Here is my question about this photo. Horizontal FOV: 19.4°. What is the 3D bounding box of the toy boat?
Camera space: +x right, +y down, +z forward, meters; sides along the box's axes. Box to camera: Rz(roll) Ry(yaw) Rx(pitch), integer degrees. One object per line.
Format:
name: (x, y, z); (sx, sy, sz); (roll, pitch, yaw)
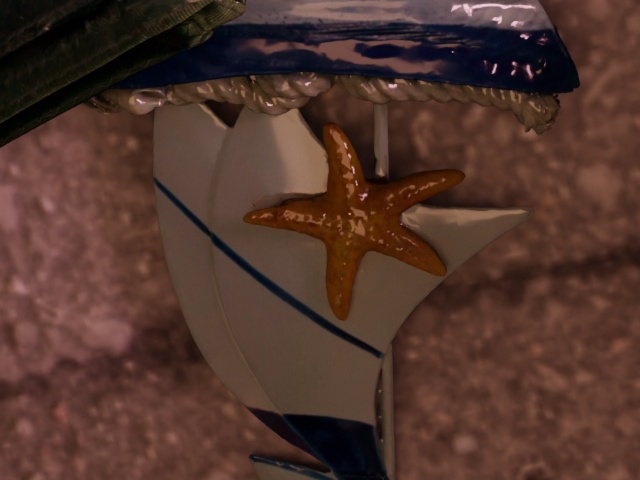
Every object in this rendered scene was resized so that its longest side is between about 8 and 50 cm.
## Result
toy boat: (0.000, 0.000, 0.819); (0.220, 0.067, 0.291); (3, 116, 10)

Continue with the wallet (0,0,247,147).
wallet: (-0.152, -0.118, 0.773); (0.236, 0.055, 0.160); (-24, 84, 28)
